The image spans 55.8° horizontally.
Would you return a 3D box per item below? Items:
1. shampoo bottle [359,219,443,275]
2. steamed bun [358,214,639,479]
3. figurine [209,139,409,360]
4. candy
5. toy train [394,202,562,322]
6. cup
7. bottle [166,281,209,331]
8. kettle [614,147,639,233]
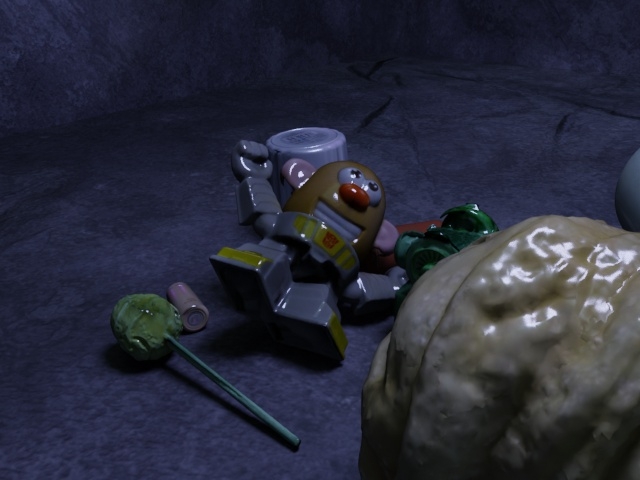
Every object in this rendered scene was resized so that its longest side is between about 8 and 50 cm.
[{"bbox_3d":[0.166,0.010,1.029,0.244,0.085,0.085,-9,26,-17],"label":"shampoo bottle"},{"bbox_3d":[0.215,0.142,0.487,0.372,0.325,0.230,-8,42,-5],"label":"steamed bun"},{"bbox_3d":[-0.001,0.000,0.874,0.167,0.342,0.285,-11,34,46],"label":"figurine"},{"bbox_3d":[-0.147,0.160,0.758,0.335,0.093,0.092,26,25,33],"label":"candy"},{"bbox_3d":[0.213,0.070,0.753,0.266,0.202,0.145,14,29,30],"label":"toy train"},{"bbox_3d":[-0.006,-0.086,1.101,0.167,0.202,0.221,-20,30,-28],"label":"cup"},{"bbox_3d":[-0.204,0.098,0.918,0.045,0.045,0.096,-15,27,-23],"label":"bottle"},{"bbox_3d":[0.621,0.025,0.809,0.361,0.250,0.377,19,31,3],"label":"kettle"}]
